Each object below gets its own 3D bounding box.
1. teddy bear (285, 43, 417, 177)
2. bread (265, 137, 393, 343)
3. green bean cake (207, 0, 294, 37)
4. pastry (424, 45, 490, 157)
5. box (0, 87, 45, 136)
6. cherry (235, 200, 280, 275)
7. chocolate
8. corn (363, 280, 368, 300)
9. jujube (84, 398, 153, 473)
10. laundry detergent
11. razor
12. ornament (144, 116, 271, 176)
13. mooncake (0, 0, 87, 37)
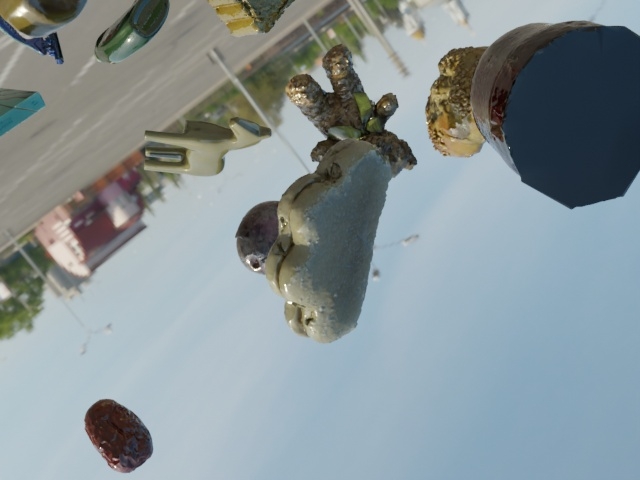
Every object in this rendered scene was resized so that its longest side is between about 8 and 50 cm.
[{"bbox_3d":[0.072,-0.266,1.931,0.246,0.296,0.222,-37,-127,0],"label":"teddy bear"},{"bbox_3d":[0.005,0.001,1.337,0.102,0.337,0.183,20,-168,40],"label":"bread"},{"bbox_3d":[-0.147,-0.555,1.704,0.131,0.230,0.224,4,-127,43],"label":"green bean cake"},{"bbox_3d":[0.360,-0.357,2.150,0.161,0.255,0.311,0,148,-18],"label":"pastry"},{"bbox_3d":[-0.691,-0.233,1.692,0.162,0.041,0.229,13,-133,41],"label":"box"},{"bbox_3d":[-0.112,-0.001,2.021,0.195,0.195,0.195,-35,-169,8],"label":"cherry"},{"bbox_3d":[0.502,-0.295,1.816,0.383,0.384,0.331,-36,-162,2],"label":"chocolate"},{"bbox_3d":[0.082,0.047,2.017,0.079,0.237,0.079,2,-159,-1],"label":"corn"},{"bbox_3d":[-0.455,0.435,1.882,0.109,0.176,0.112,-41,175,21],"label":"jujube"},{"bbox_3d":[-0.365,-0.389,1.575,0.211,0.063,0.137,-16,-135,51],"label":"laundry detergent"},{"bbox_3d":[-0.723,-0.499,1.948,0.056,0.093,0.324,-25,163,15],"label":"razor"},{"bbox_3d":[-0.227,-0.192,1.663,0.244,0.061,0.230,5,160,-9],"label":"ornament"},{"bbox_3d":[-0.564,-0.527,1.654,0.117,0.235,0.235,-17,-160,31],"label":"mooncake"}]
